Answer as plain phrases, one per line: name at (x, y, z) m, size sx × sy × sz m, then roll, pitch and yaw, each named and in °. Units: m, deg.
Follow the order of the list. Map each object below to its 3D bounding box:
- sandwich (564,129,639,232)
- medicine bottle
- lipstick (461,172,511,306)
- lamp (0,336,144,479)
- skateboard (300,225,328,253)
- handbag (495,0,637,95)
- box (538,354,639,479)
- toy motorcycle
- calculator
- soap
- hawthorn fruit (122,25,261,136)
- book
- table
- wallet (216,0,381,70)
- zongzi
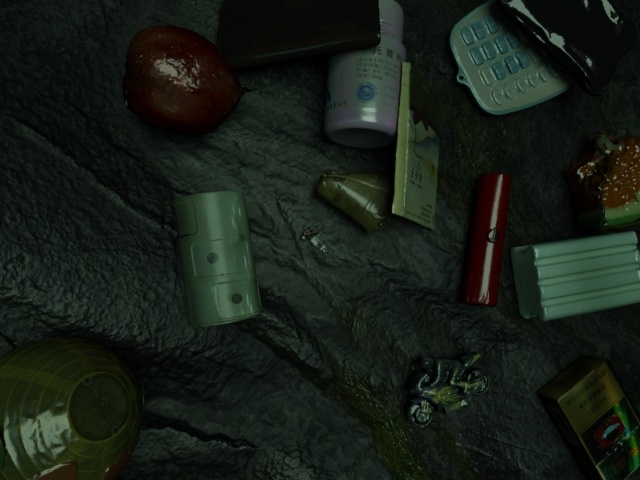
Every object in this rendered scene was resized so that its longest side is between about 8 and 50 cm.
sandwich at (0.669, -0.126, 1.059) m, size 0.212 × 0.109 × 0.292 m, roll 39°, pitch 73°, yaw 0°
medicine bottle at (0.088, -0.318, 0.902) m, size 0.152 × 0.152 × 0.254 m, roll 5°, pitch 86°, yaw -14°
lipstick at (0.349, -0.001, 0.985) m, size 0.073 × 0.073 × 0.279 m, roll 10°, pitch 84°, yaw -13°
lamp at (-0.414, 0.274, 0.702) m, size 0.285 × 0.250 × 0.250 m, roll -20°, pitch 91°, yaw 26°
skateboard at (0.000, 0.000, 0.891) m, size 0.064 × 0.083 × 0.032 m, roll 42°, pitch 77°, yaw -8°
handbag at (0.535, -0.472, 1.009) m, size 0.332 × 0.075 × 0.191 m, roll 40°, pitch 80°, yaw -9°
box at (0.600, 0.391, 1.017) m, size 0.159 × 0.071 × 0.240 m, roll -33°, pitch 94°, yaw -17°
toy motorcycle at (0.245, 0.282, 0.943) m, size 0.194 × 0.061 × 0.124 m, roll -24°, pitch 89°, yaw -13°
calculator at (0.461, -0.433, 1.055) m, size 0.387 × 0.054 × 0.256 m, roll -28°, pitch 93°, yaw -13°
soap at (0.560, 0.074, 1.022) m, size 0.266 × 0.087 × 0.159 m, roll -8°, pitch 88°, yaw -14°
hawthorn fruit at (-0.217, -0.272, 0.813) m, size 0.236 × 0.181 × 0.181 m, roll 2°, pitch 85°, yaw -14°
book at (0.193, -0.174, 0.918) m, size 0.026 × 0.201 × 0.289 m, roll 1°, pitch 84°, yaw 30°
table at (-0.180, 0.032, 0.823) m, size 0.127 × 0.126 × 0.219 m, roll -8°, pitch 87°, yaw -14°
wallet at (-0.045, -0.401, 0.858) m, size 0.310 × 0.042 × 0.165 m, roll -6°, pitch 74°, yaw 15°
zongzi at (0.090, -0.121, 0.931) m, size 0.160 × 0.078 × 0.176 m, roll 36°, pitch 68°, yaw -9°
